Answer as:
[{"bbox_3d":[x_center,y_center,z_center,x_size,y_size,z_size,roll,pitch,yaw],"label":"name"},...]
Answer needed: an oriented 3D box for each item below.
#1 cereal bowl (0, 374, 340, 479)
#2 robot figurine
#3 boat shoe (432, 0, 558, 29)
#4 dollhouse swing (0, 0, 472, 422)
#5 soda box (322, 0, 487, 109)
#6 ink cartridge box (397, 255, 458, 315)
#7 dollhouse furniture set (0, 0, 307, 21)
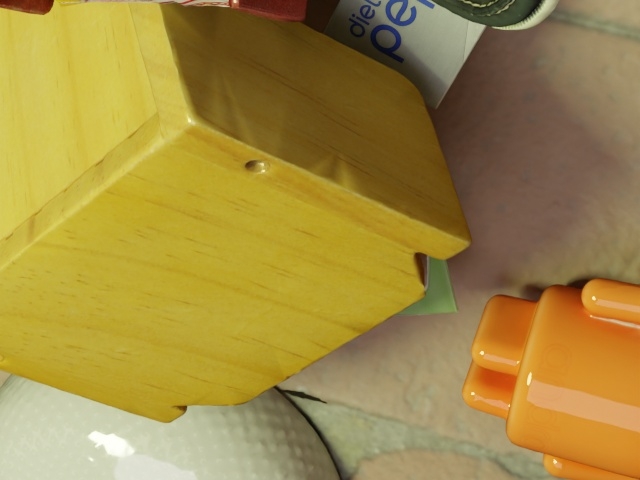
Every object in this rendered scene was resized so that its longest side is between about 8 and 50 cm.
[{"bbox_3d":[-0.156,0.252,1.574,0.339,0.141,0.339,9,125,13],"label":"cereal bowl"},{"bbox_3d":[0.219,0.108,1.365,0.219,0.128,0.158,14,90,9],"label":"robot figurine"},{"bbox_3d":[0.012,-0.257,1.113,0.127,0.113,0.340,-43,73,40],"label":"boat shoe"},{"bbox_3d":[-0.116,-0.098,1.307,0.315,0.305,0.347,22,141,-31],"label":"dollhouse swing"},{"bbox_3d":[0.105,-0.230,1.201,0.098,0.091,0.286,29,126,-2],"label":"soda box"},{"bbox_3d":[0.000,0.000,1.403,0.209,0.062,0.109,-3,120,20],"label":"ink cartridge box"},{"bbox_3d":[-0.109,-0.312,1.032,0.201,0.152,0.374,4,86,28],"label":"dollhouse furniture set"}]
